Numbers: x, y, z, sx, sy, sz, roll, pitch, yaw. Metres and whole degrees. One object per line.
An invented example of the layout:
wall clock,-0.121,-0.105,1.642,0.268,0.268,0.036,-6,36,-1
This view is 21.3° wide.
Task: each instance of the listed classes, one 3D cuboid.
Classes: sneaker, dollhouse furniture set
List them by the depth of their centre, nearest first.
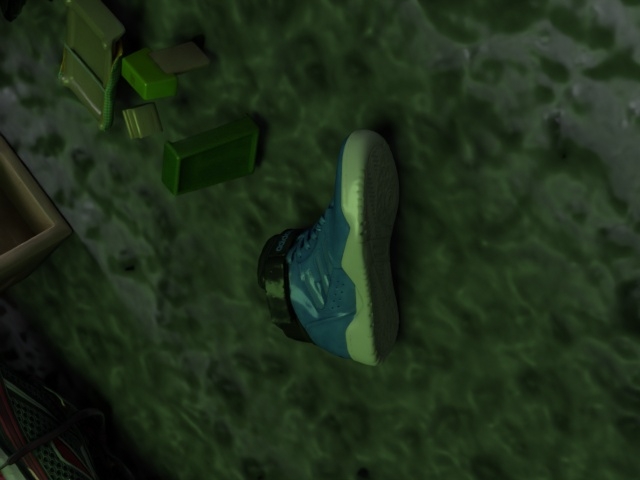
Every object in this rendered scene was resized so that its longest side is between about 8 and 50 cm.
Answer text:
sneaker,0.000,0.001,0.999,0.084,0.058,0.152,12,127,23
dollhouse furniture set,-0.103,-0.095,1.053,0.152,0.058,0.076,48,144,34
sneaker,-0.180,0.177,1.212,0.299,0.112,0.121,43,151,-6

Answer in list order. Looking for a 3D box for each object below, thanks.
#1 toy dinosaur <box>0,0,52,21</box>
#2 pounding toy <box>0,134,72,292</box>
toy dinosaur,-0.267,-0.246,1.024,0.218,0.164,0.322,62,154,14
pounding toy,-0.276,-0.008,1.155,0.130,0.141,0.100,53,134,3
